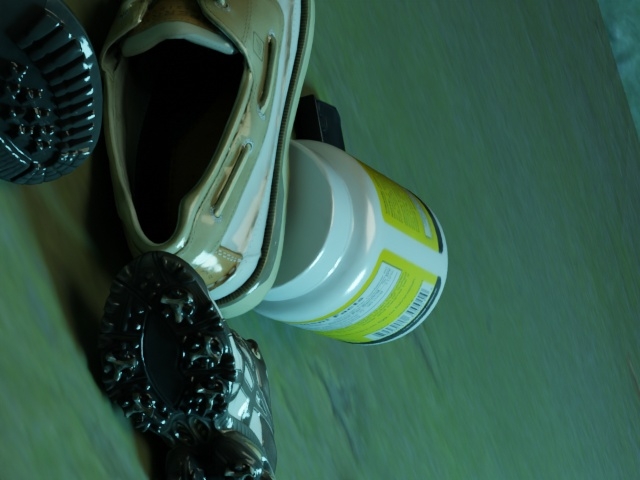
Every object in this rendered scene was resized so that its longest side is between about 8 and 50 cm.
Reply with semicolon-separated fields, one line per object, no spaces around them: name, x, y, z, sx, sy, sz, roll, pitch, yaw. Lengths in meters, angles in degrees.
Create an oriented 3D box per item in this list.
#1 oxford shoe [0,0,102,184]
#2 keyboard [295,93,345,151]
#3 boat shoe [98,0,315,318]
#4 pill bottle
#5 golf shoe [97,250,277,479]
oxford shoe;-0.163;-0.119;0.856;0.227;0.082;0.096;73;-4;-47
keyboard;0.008;-0.020;1.361;0.108;0.023;0.180;8;70;-76
boat shoe;-0.069;-0.111;1.061;0.103;0.113;0.302;48;36;-65
pill bottle;0.000;0.000;1.182;0.208;0.119;0.119;26;55;-66
golf shoe;-0.073;0.075;1.018;0.094;0.077;0.198;-85;165;-53
